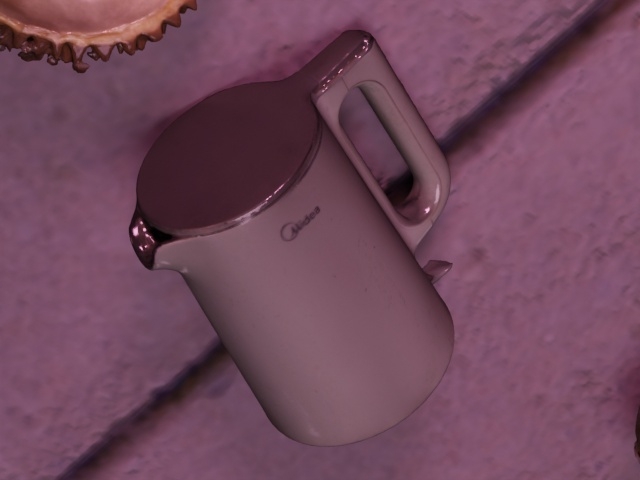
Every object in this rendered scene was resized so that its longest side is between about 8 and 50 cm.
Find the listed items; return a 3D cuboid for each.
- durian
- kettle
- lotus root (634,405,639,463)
[{"bbox_3d":[-0.099,-0.103,0.760,0.130,0.052,0.066,1,127,-17],"label":"durian"},{"bbox_3d":[0.000,0.004,0.855,0.126,0.098,0.148,-22,130,11],"label":"kettle"},{"bbox_3d":[0.227,0.073,0.997,0.088,0.088,0.165,30,107,-35],"label":"lotus root"}]
